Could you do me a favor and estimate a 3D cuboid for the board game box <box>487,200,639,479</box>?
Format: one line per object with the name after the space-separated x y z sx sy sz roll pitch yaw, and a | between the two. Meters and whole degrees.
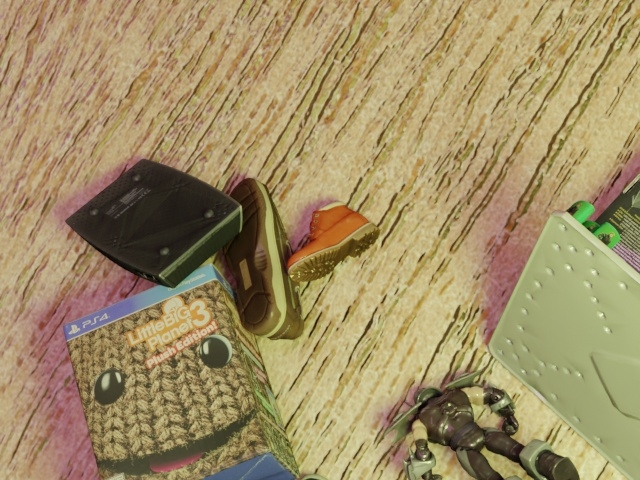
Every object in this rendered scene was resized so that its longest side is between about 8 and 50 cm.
0.400 0.170 1.730 0.390 0.390 0.050 43 65 16 | board game box

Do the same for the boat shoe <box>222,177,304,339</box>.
-0.075 0.032 2.005 0.095 0.095 0.257 -32 51 34 | boat shoe

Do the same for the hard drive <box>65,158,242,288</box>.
-0.232 -0.023 1.988 0.172 0.054 0.255 -42 39 -21 | hard drive

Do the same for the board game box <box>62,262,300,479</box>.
-0.192 0.219 1.918 0.232 0.141 0.291 -23 61 5 | board game box

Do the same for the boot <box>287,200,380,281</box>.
0.000 0.000 1.986 0.158 0.059 0.084 -30 64 -34 | boot

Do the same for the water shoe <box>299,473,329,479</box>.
-0.005 0.415 1.896 0.073 0.080 0.203 -5 76 9 | water shoe

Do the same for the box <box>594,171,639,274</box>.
0.523 0.093 1.864 0.395 0.097 0.318 42 89 17 | box

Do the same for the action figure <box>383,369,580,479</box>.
0.206 0.274 1.852 0.185 0.099 0.285 -39 43 -13 | action figure
